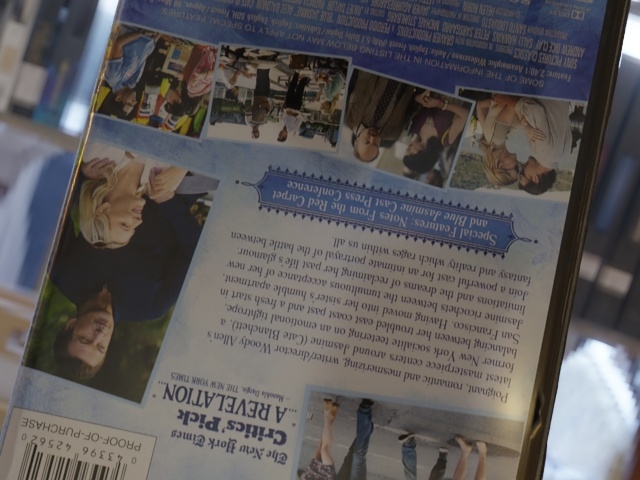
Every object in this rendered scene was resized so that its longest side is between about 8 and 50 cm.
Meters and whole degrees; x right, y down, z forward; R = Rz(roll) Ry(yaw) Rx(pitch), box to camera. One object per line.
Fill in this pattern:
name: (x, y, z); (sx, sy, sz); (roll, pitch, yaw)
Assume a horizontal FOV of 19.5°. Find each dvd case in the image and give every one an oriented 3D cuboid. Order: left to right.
dvd case: (0.000, 0.000, 0.645); (0.180, 0.253, 0.022); (11, -16, 5)
